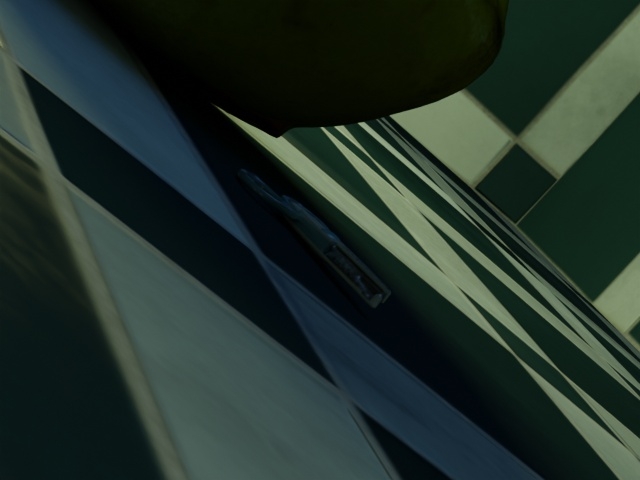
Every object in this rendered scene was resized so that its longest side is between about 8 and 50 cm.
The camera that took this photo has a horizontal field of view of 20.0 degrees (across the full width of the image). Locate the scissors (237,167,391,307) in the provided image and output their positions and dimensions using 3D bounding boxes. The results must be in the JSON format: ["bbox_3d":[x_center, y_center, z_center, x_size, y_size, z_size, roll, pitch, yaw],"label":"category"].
[{"bbox_3d":[0.000,0.000,0.859,0.058,0.014,0.119,32,8,-38],"label":"scissors"}]

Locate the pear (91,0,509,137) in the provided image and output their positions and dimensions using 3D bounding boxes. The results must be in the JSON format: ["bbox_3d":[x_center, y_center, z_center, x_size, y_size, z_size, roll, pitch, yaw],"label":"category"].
[{"bbox_3d":[-0.045,-0.229,1.034,0.375,0.287,0.287,33,4,12],"label":"pear"}]
